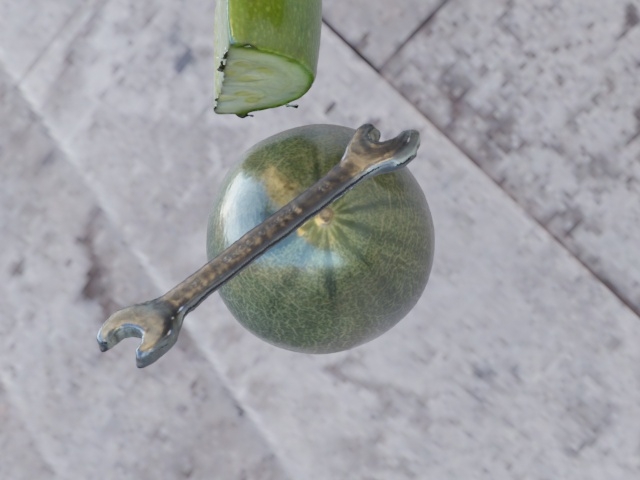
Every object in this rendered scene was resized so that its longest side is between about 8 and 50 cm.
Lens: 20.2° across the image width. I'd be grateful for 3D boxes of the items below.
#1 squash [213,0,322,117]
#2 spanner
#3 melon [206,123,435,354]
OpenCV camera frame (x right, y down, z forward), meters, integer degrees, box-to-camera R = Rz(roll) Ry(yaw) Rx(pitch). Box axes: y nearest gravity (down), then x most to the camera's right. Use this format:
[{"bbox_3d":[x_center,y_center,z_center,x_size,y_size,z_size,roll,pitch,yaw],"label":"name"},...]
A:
[{"bbox_3d":[-0.053,-0.290,1.781,0.111,0.203,0.289,-1,73,-7],"label":"squash"},{"bbox_3d":[-0.036,-0.001,1.161,0.254,0.015,0.054,-38,42,-19],"label":"spanner"},{"bbox_3d":[0.000,0.000,1.849,0.237,0.302,0.238,0,82,1],"label":"melon"}]
